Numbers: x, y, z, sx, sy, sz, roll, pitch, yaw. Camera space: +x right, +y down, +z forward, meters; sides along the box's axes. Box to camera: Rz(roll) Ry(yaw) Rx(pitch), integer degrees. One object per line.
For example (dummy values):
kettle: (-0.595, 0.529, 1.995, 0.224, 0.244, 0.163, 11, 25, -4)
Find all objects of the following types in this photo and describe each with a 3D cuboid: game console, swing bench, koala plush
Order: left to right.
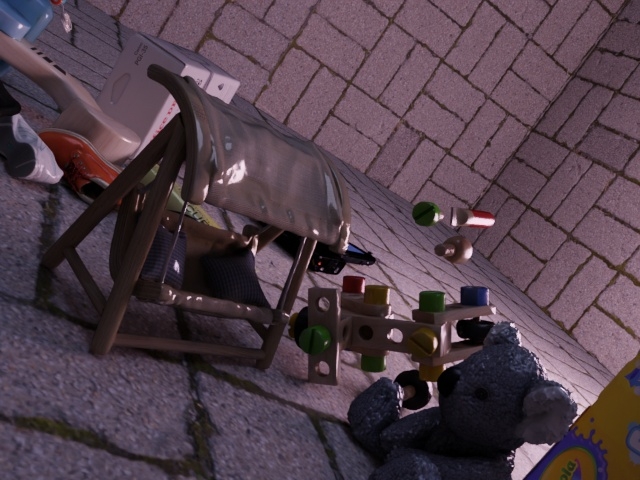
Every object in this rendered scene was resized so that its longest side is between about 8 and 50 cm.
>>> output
swing bench: (-0.112, -0.013, 0.737, 0.253, 0.255, 0.165, 18, 21, -52)
game console: (0.000, 0.000, 1.470, 0.213, 0.044, 0.361, 42, 14, 27)
koala plush: (0.176, 0.204, 0.759, 0.203, 0.221, 0.196, 31, 13, -17)

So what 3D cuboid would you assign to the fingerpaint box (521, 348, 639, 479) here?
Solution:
fingerpaint box: (0.528, 0.273, 0.905, 0.371, 0.445, 0.163, 26, 16, -38)

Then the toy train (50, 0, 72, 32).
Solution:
toy train: (-0.427, -0.392, 1.014, 0.166, 0.046, 0.125, 87, -4, -73)

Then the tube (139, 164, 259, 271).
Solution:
tube: (-0.195, -0.027, 1.041, 0.240, 0.062, 0.070, 42, 54, 10)

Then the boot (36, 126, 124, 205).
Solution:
boot: (-0.338, -0.101, 0.943, 0.158, 0.059, 0.084, 34, 17, -9)

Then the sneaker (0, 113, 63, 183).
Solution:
sneaker: (-0.397, -0.124, 0.901, 0.152, 0.054, 0.061, 49, 9, 29)

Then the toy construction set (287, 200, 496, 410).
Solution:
toy construction set: (0.101, 0.086, 0.887, 0.257, 0.309, 0.237, 32, 15, 27)

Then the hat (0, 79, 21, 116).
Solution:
hat: (-0.408, -0.080, 0.504, 0.331, 0.134, 0.331, 15, 21, -6)

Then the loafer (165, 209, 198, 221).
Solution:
loafer: (-0.178, 0.015, 0.958, 0.170, 0.062, 0.061, 33, -28, 23)

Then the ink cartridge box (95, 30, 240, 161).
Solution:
ink cartridge box: (-0.294, -0.263, 1.299, 0.117, 0.207, 0.283, 35, 13, 7)

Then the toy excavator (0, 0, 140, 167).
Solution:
toy excavator: (-0.499, -0.326, 1.069, 0.445, 0.222, 0.433, 37, 11, -35)
